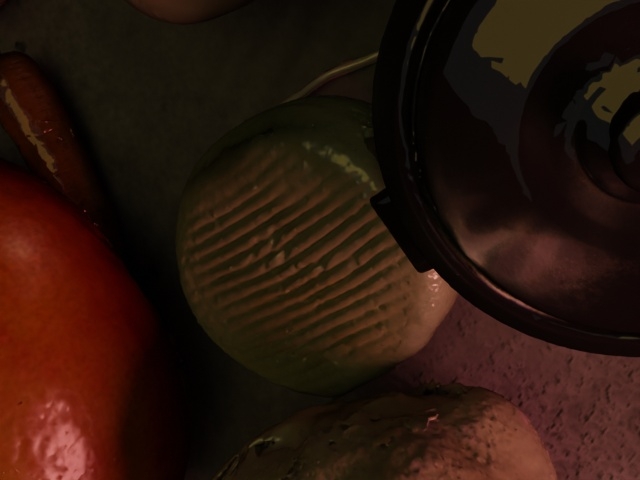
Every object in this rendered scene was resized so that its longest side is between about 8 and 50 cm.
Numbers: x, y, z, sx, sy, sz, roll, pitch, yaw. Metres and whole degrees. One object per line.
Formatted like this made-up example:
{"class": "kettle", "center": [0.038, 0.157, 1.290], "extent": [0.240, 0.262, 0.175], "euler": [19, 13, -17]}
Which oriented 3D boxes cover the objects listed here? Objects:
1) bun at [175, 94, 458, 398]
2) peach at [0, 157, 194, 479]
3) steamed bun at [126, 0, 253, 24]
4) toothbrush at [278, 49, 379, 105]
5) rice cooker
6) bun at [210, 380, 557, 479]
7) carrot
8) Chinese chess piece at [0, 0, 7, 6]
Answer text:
{"class": "bun", "center": [-0.002, 0.001, 0.564], "extent": [0.221, 0.108, 0.221], "euler": [11, 118, 23]}
{"class": "peach", "center": [-0.294, 0.104, 0.602], "extent": [0.380, 0.242, 0.306], "euler": [45, 115, 14]}
{"class": "steamed bun", "center": [-0.031, -0.327, 0.405], "extent": [0.367, 0.255, 0.343], "euler": [-10, 70, 26]}
{"class": "toothbrush", "center": [0.002, -0.116, 0.596], "extent": [0.204, 0.017, 0.022], "euler": [-33, 96, 24]}
{"class": "rice cooker", "center": [0.156, -0.077, 0.402], "extent": [0.280, 0.227, 0.241], "euler": [-29, 103, 23]}
{"class": "bun", "center": [0.034, 0.178, 0.535], "extent": [0.239, 0.239, 0.141], "euler": [-32, 55, 24]}
{"class": "carrot", "center": [-0.219, -0.051, 0.682], "extent": [0.059, 0.059, 0.248], "euler": [-26, 92, 25]}
{"class": "Chinese chess piece", "center": [-0.356, -0.305, 0.668], "extent": [0.257, 0.104, 0.257], "euler": [4, 100, 22]}
